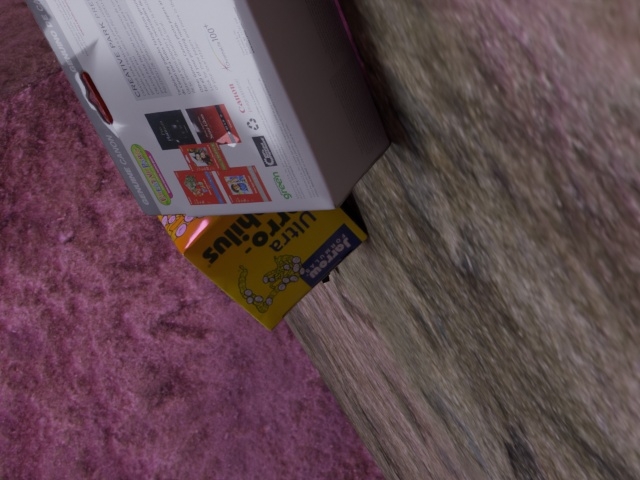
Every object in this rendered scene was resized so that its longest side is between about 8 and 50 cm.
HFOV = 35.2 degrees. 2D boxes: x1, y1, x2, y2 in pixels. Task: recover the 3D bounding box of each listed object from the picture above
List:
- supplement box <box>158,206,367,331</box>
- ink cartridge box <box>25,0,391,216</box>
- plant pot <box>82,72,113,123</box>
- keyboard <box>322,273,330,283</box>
[{"bbox_3d":[-0.122,-0.069,1.466,0.195,0.194,0.356,44,-178,-36],"label":"supplement box"},{"bbox_3d":[-0.118,-0.184,1.010,0.272,0.130,0.309,-2,124,37],"label":"ink cartridge box"},{"bbox_3d":[-0.173,-0.247,1.206,0.267,0.235,0.267,66,169,-27],"label":"plant pot"},{"bbox_3d":[0.000,0.000,1.713,0.192,0.038,0.100,69,-169,-49],"label":"keyboard"}]
